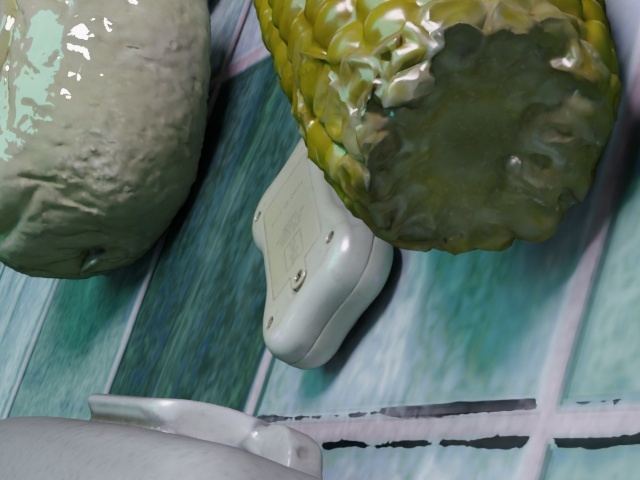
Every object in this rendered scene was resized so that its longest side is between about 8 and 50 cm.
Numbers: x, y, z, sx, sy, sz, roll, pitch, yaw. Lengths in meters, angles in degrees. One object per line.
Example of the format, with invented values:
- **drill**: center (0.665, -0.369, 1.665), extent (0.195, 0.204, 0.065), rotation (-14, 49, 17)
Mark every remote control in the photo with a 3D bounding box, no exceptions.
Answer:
- **remote control**: center (0.000, 0.000, 0.658), extent (0.074, 0.032, 0.122), rotation (-55, 23, 26)

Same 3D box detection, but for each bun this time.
- **bun**: center (-0.173, -0.091, 0.972), extent (0.244, 0.153, 0.244), rotation (-38, 47, 56)

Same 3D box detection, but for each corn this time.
- **corn**: center (0.032, -0.124, 0.589), extent (0.131, 0.131, 0.344), rotation (-55, 24, 25)

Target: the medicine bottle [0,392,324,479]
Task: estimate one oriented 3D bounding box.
- **medicine bottle**: center (-0.099, 0.192, 0.556), extent (0.375, 0.123, 0.282), rotation (-12, 55, 66)
